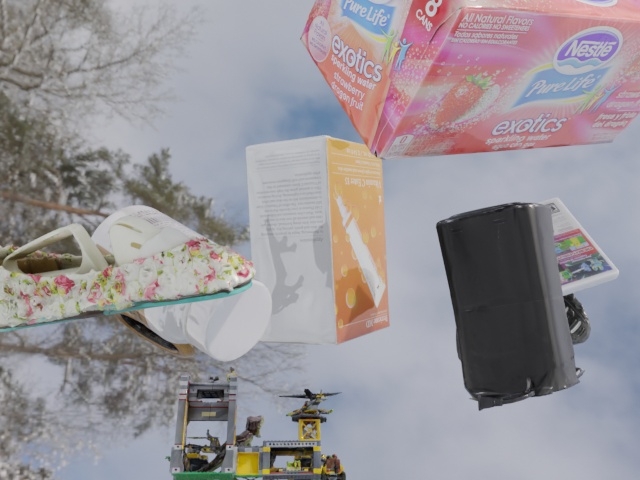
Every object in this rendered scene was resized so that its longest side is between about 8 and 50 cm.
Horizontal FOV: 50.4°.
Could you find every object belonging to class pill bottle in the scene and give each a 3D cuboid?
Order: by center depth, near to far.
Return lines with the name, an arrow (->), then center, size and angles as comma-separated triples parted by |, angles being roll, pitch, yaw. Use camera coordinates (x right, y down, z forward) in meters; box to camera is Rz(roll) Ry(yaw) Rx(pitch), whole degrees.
pill bottle -> -0.174, 0.052, 0.837 | 0.229, 0.131, 0.131 | 26, -84, 36

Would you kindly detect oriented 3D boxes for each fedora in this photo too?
fedora -> -0.304, 0.146, 1.286 | 0.194, 0.194, 0.079 | 9, -122, 42

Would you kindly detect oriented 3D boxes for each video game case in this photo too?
video game case -> 0.341, 0.020, 1.103 | 0.202, 0.023, 0.183 | -16, -132, -8

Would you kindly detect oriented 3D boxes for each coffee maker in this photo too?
coffee maker -> 0.183, 0.055, 0.653 | 0.120, 0.171, 0.178 | -11, -96, 9

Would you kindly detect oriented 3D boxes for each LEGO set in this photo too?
LEGO set -> -0.122, 0.334, 1.201 | 0.332, 0.255, 0.192 | -3, -120, 4

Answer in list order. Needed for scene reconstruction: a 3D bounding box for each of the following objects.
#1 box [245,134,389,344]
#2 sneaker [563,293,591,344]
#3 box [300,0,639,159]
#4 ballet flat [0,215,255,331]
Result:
box -> 0.000, 0.000, 1.229 | 0.169, 0.215, 0.344 | -2, -89, 30
sneaker -> 0.394, 0.126, 1.276 | 0.100, 0.108, 0.272 | -48, -146, -9
box -> 0.159, -0.175, 0.578 | 0.154, 0.300, 0.142 | 63, -36, 28
ballet flat -> -0.174, 0.022, 0.544 | 0.241, 0.091, 0.077 | -10, -78, 11
